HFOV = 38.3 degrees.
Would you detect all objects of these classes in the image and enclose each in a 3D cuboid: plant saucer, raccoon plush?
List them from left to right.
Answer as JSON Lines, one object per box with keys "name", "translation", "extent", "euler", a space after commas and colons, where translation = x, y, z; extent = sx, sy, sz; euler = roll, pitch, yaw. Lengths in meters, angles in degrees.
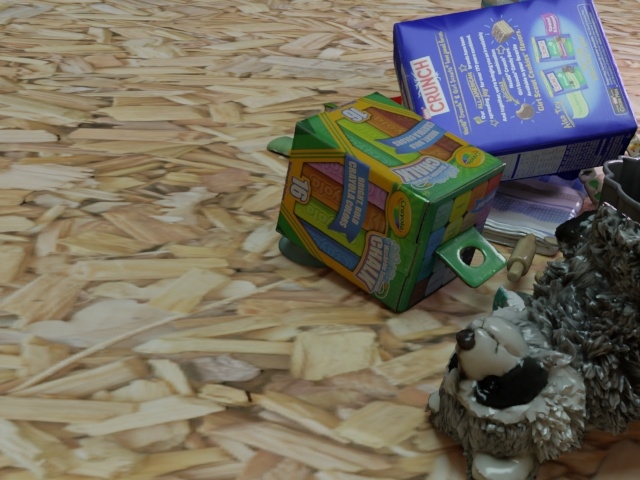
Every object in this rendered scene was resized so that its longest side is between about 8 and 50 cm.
{"name": "plant saucer", "translation": [0.000, 0.000, 1.311], "extent": [0.119, 0.021, 0.119], "euler": [3, 29, -2]}
{"name": "raccoon plush", "translation": [0.329, 0.176, 0.945], "extent": [0.446, 0.299, 0.216], "euler": [34, 10, -10]}

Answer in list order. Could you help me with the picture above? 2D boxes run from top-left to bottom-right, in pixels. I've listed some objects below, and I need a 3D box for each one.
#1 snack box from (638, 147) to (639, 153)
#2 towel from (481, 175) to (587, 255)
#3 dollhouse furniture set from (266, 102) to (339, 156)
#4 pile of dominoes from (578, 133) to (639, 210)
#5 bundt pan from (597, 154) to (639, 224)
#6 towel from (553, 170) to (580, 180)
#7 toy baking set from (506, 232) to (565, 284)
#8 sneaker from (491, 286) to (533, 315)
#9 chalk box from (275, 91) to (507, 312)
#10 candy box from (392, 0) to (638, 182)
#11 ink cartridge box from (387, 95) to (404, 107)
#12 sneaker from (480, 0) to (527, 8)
{"name": "snack box", "translation": [0.577, -0.131, 1.413], "extent": [0.141, 0.037, 0.100], "euler": [-8, 42, -9]}
{"name": "towel", "translation": [0.305, -0.068, 1.465], "extent": [0.209, 0.034, 0.285], "euler": [16, 31, 20]}
{"name": "dollhouse furniture set", "translation": [-0.019, -0.195, 1.629], "extent": [0.076, 0.059, 0.151], "euler": [26, 35, 35]}
{"name": "pile of dominoes", "translation": [0.514, -0.127, 1.474], "extent": [0.195, 0.040, 0.251], "euler": [-19, 41, 8]}
{"name": "bundt pan", "translation": [0.515, 0.008, 1.226], "extent": [0.330, 0.124, 0.331], "euler": [12, 24, -5]}
{"name": "towel", "translation": [0.299, -0.227, 1.545], "extent": [0.308, 0.076, 0.228], "euler": [13, 62, 8]}
{"name": "toy baking set", "translation": [0.348, 0.045, 1.235], "extent": [0.196, 0.030, 0.256], "euler": [20, 24, 9]}
{"name": "sneaker", "translation": [0.267, 0.108, 1.109], "extent": [0.076, 0.065, 0.166], "euler": [2, 30, -12]}
{"name": "chalk box", "translation": [0.112, -0.042, 1.216], "extent": [0.289, 0.179, 0.180], "euler": [32, 39, 27]}
{"name": "candy box", "translation": [0.289, -0.230, 1.435], "extent": [0.317, 0.122, 0.268], "euler": [-8, 64, -1]}
{"name": "ink cartridge box", "translation": [0.321, -0.315, 1.822], "extent": [0.309, 0.130, 0.272], "euler": [-15, 32, -31]}
{"name": "sneaker", "translation": [0.408, -0.452, 1.872], "extent": [0.087, 0.092, 0.229], "euler": [-9, 46, -25]}
